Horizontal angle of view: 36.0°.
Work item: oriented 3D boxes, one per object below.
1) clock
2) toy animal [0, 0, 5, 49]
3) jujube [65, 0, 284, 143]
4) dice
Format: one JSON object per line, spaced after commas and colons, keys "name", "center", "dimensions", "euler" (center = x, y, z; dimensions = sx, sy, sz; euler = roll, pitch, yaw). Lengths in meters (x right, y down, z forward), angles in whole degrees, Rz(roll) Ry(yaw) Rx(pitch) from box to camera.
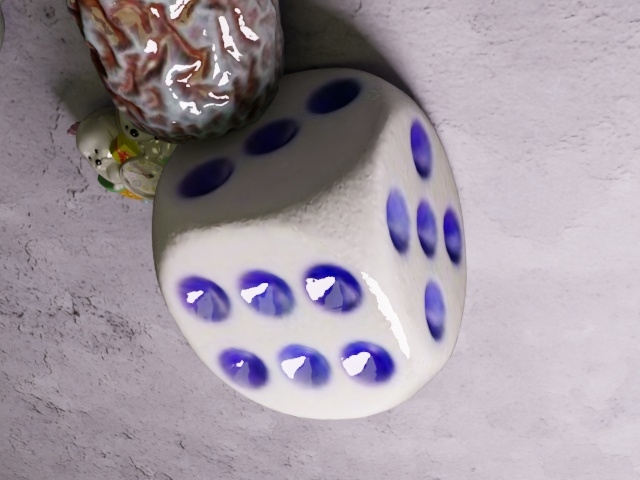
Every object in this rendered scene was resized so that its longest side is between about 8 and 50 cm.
{"name": "clock", "center": [-0.222, -0.130, 1.241], "dimensions": [0.144, 0.103, 0.231], "euler": [38, 132, -26]}
{"name": "toy animal", "center": [-0.416, -0.295, 1.179], "dimensions": [0.236, 0.108, 0.138], "euler": [-49, 148, 20]}
{"name": "jujube", "center": [-0.152, -0.253, 1.032], "dimensions": [0.226, 0.226, 0.317], "euler": [2, 126, 16]}
{"name": "dice", "center": [0.000, 0.000, 1.144], "dimensions": [0.277, 0.304, 0.304], "euler": [-6, 128, 22]}
